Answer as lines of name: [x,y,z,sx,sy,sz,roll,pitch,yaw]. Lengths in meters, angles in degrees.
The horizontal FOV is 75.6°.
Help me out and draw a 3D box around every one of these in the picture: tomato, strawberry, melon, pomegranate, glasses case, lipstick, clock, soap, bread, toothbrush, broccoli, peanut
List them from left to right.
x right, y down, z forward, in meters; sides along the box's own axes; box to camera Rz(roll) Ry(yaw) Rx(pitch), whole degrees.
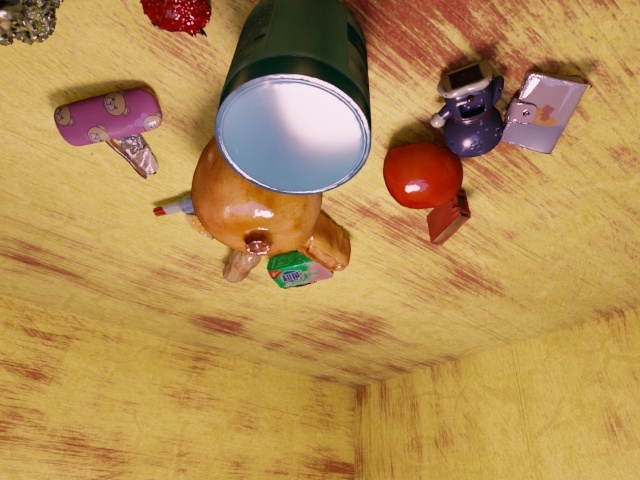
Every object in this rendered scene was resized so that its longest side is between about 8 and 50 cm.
broccoli: [-0.683,-0.535,0.839,0.259,0.236,0.288,2,151,-45]
glasses case: [-0.609,-0.353,1.183,0.316,0.076,0.123,-9,116,8]
toothbrush: [-0.665,-0.307,1.330,0.031,0.023,0.321,-6,144,17]
strawberry: [-0.327,-0.547,0.902,0.167,0.087,0.208,6,144,-2]
lipstick: [-0.506,-0.131,1.530,0.273,0.068,0.061,-12,143,18]
melon: [-0.453,-0.085,1.597,0.128,0.079,0.160,16,150,11]
peanut: [-0.351,0.099,1.805,0.130,0.130,0.290,19,142,-22]
pomegranate: [-0.173,-0.136,1.230,0.416,0.417,0.417,2,145,1]
soap: [-0.088,0.116,1.834,0.273,0.098,0.218,-14,136,20]
bread: [0.000,0.000,1.595,0.132,0.167,0.294,-24,137,33]
tomato: [0.308,-0.191,1.258,0.259,0.180,0.260,3,171,1]
clock: [0.399,-0.336,1.108,0.199,0.147,0.243,-16,134,17]

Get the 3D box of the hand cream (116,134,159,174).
hand cream: [-0.594,-0.308,1.313,0.075,0.052,0.248,-26,136,-3]

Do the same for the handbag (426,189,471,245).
handbag: [0.454,-0.085,1.475,0.062,0.127,0.190,12,145,-16]

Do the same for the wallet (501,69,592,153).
wallet: [0.599,-0.352,1.129,0.169,0.069,0.231,17,144,11]

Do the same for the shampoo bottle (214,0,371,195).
shampoo bottle: [-0.051,-0.340,0.955,0.330,0.343,0.331,2,145,1]
